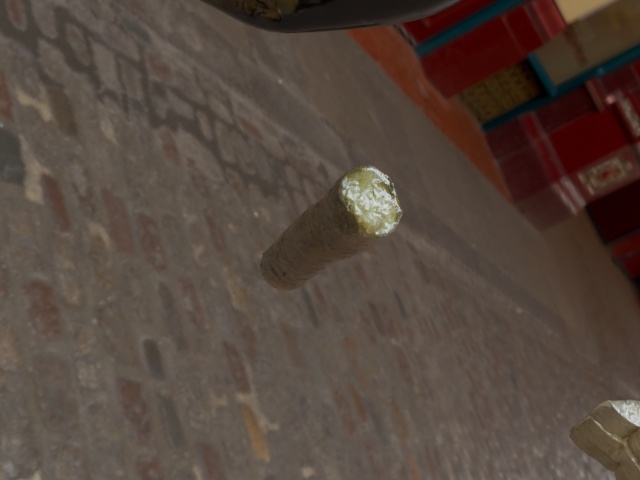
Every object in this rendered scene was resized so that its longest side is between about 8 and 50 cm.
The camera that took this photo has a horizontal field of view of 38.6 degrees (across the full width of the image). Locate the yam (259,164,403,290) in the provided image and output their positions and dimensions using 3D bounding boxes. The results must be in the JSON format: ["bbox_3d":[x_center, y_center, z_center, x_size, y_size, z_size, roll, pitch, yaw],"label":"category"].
[{"bbox_3d":[0.000,0.000,1.064,0.081,0.081,0.356,64,-20,5],"label":"yam"}]

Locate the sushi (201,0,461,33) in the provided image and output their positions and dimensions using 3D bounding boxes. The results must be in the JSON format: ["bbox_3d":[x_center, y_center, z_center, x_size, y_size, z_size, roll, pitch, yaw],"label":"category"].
[{"bbox_3d":[0.010,-0.238,0.546,0.204,0.213,0.200,5,40,-21],"label":"sushi"}]

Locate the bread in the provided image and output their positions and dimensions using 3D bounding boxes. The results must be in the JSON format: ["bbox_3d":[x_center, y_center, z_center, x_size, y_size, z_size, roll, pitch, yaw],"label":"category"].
[{"bbox_3d":[0.306,0.156,0.768,0.105,0.152,0.077,52,-26,22],"label":"bread"}]
